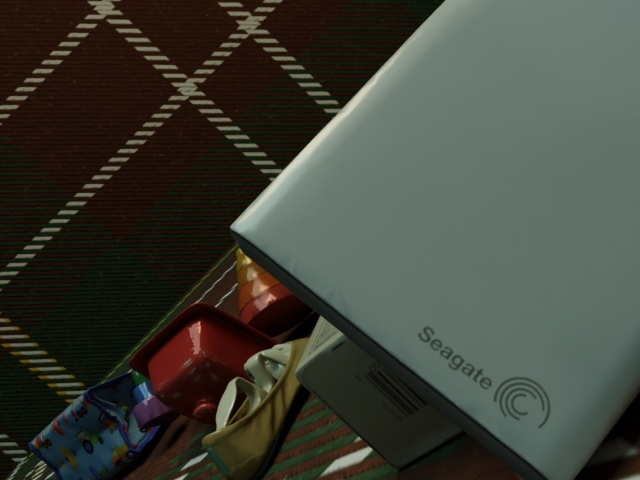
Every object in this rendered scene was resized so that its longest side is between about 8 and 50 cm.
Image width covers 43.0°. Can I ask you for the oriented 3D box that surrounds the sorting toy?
[{"bbox_3d":[-0.166,0.133,1.184,0.365,0.126,0.127,-41,-25,25],"label":"sorting toy"}]

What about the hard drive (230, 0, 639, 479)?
[{"bbox_3d":[0.149,-0.063,0.488,0.353,0.233,0.047,-48,-21,-12],"label":"hard drive"}]

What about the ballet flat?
[{"bbox_3d":[-0.059,0.161,0.887,0.080,0.073,0.232,-40,11,31],"label":"ballet flat"}]

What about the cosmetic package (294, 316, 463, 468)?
[{"bbox_3d":[0.104,0.017,0.668,0.160,0.113,0.309,-40,10,31],"label":"cosmetic package"}]

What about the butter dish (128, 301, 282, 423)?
[{"bbox_3d":[-0.144,0.181,1.041,0.160,0.160,0.118,-41,33,24],"label":"butter dish"}]

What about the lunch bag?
[{"bbox_3d":[-0.326,0.292,1.439,0.221,0.138,0.293,-41,-2,34],"label":"lunch bag"}]

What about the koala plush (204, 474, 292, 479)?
[{"bbox_3d":[-0.070,0.224,0.475,0.221,0.203,0.196,-27,10,-26],"label":"koala plush"}]
